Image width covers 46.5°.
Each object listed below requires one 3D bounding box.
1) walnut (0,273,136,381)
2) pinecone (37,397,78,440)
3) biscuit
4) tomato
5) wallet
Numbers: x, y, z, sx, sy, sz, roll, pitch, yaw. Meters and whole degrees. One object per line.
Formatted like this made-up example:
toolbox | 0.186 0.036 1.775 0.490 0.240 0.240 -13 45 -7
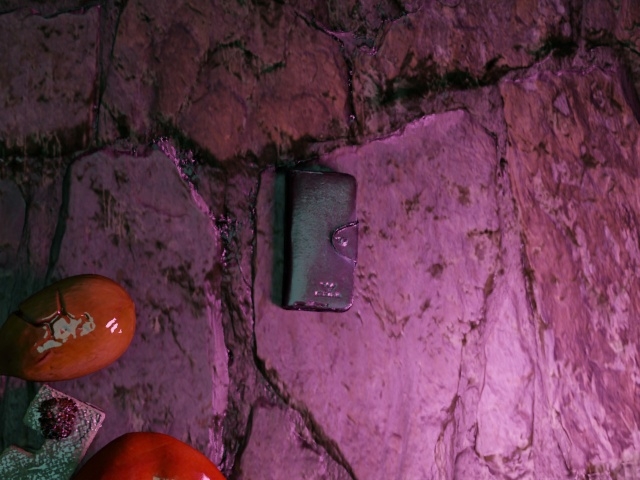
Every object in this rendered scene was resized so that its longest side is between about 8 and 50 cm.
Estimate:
walnut | -0.509 0.183 1.465 0.298 0.203 0.203 -31 84 -22
pinecone | -0.512 0.346 1.448 0.077 0.077 0.083 10 107 -7
biscuit | -0.553 0.424 1.482 0.147 0.046 0.250 29 75 -3
tomato | -0.322 0.532 1.373 0.341 0.273 0.341 4 79 -21
wallet | 0.000 0.000 1.666 0.172 0.045 0.318 4 79 -7
